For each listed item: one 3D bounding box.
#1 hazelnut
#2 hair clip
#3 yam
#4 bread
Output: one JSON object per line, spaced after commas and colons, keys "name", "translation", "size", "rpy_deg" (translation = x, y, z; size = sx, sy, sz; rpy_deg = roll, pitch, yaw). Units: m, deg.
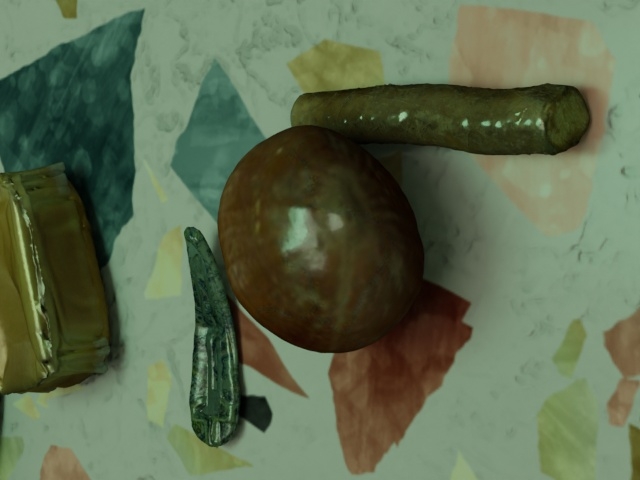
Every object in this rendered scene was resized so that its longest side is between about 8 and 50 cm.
{"name": "hazelnut", "translation": [0.000, 0.000, 1.307], "size": [0.214, 0.176, 0.214], "rpy_deg": [51, 166, 18]}
{"name": "hair clip", "translation": [-0.113, 0.098, 1.507], "size": [0.066, 0.036, 0.229], "rpy_deg": [2, 100, 43]}
{"name": "yam", "translation": [0.094, -0.109, 1.314], "size": [0.300, 0.066, 0.066], "rpy_deg": [5, 95, 40]}
{"name": "bread", "translation": [-0.312, 0.044, 1.619], "size": [0.136, 0.107, 0.241], "rpy_deg": [-19, 80, 41]}
